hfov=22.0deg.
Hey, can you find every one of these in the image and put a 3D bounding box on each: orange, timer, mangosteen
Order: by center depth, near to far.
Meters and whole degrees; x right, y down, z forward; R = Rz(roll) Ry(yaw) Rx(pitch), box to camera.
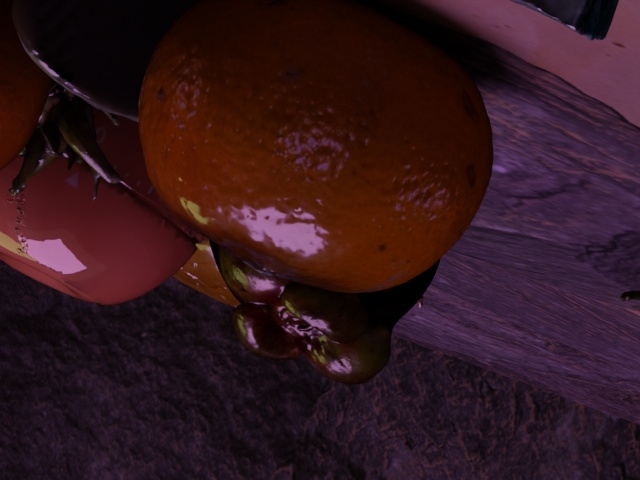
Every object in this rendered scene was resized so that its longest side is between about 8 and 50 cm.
[{"bbox_3d":[-0.007,-0.059,1.010,0.224,0.170,0.224,23,172,3],"label":"orange"},{"bbox_3d":[0.000,0.000,1.349,0.209,0.210,0.210,22,174,3],"label":"mangosteen"},{"bbox_3d":[-0.195,-0.066,1.406,0.229,0.215,0.229,26,170,5],"label":"timer"}]

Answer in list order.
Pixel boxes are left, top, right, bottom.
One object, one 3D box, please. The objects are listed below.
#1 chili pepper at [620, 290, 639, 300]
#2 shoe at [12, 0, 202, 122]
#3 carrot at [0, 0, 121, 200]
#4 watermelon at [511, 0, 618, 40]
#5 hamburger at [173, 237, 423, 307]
[{"bbox_3d":[0.375,0.081,1.353,0.272,0.071,0.063,18,135,-7],"label":"chili pepper"},{"bbox_3d":[-0.110,-0.123,1.137,0.098,0.103,0.275,19,174,42],"label":"shoe"},{"bbox_3d":[-0.293,-0.145,1.190,0.331,0.214,0.193,26,-171,-39],"label":"carrot"},{"bbox_3d":[0.009,-0.155,0.619,0.241,0.094,0.154,23,-176,8],"label":"watermelon"},{"bbox_3d":[-0.053,-0.001,1.777,0.245,0.155,0.282,36,162,-35],"label":"hamburger"}]
